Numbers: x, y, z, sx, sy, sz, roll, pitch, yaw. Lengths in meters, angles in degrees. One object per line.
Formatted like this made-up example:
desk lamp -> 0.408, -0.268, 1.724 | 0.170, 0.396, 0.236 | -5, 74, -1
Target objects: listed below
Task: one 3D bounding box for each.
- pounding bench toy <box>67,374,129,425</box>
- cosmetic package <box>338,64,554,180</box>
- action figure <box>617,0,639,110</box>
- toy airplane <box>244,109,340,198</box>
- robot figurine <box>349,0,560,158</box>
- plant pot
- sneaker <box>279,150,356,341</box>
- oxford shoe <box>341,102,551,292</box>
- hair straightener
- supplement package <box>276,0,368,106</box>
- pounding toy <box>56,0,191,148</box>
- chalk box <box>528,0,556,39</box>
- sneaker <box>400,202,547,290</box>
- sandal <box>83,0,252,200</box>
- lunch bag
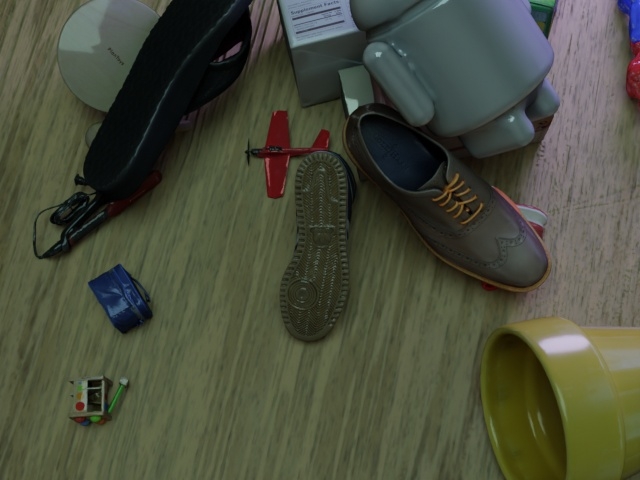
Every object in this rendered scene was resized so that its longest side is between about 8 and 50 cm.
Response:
pounding bench toy -> -0.319, 0.233, 1.568 | 0.083, 0.052, 0.065 | -5, 71, 3
cosmetic package -> 0.185, -0.204, 1.634 | 0.296, 0.129, 0.153 | -14, 77, 0
action figure -> 0.532, -0.322, 1.669 | 0.139, 0.091, 0.280 | -2, 71, 13
toy airplane -> -0.044, -0.137, 1.686 | 0.151, 0.028, 0.151 | -1, 73, 4
robot figurine -> 0.174, -0.280, 1.445 | 0.353, 0.200, 0.300 | 54, 54, -16
plant pot -> 0.372, 0.217, 1.433 | 0.239, 0.254, 0.254 | -8, 70, -15
sneaker -> 0.000, 0.000, 1.610 | 0.099, 0.153, 0.282 | 6, 102, 2
oxford shoe -> 0.174, -0.051, 1.495 | 0.364, 0.133, 0.130 | 38, 92, -2
hair straightener -> -0.361, -0.058, 1.682 | 0.230, 0.047, 0.089 | -41, 73, -5
supplement package -> 0.073, -0.339, 1.652 | 0.262, 0.204, 0.145 | -14, 72, -1
pounding toy -> -0.322, -0.268, 1.730 | 0.183, 0.110, 0.236 | -17, 100, -13
chalk box -> 0.310, -0.390, 1.691 | 0.132, 0.132, 0.213 | 15, 74, 9
sneaker -> 0.218, 0.000, 1.590 | 0.221, 0.087, 0.128 | 9, 71, 9
sandal -> -0.205, -0.255, 1.644 | 0.167, 0.107, 0.445 | 35, 93, 47
lunch bag -> -0.292, 0.087, 1.608 | 0.065, 0.067, 0.098 | -34, 73, -7
